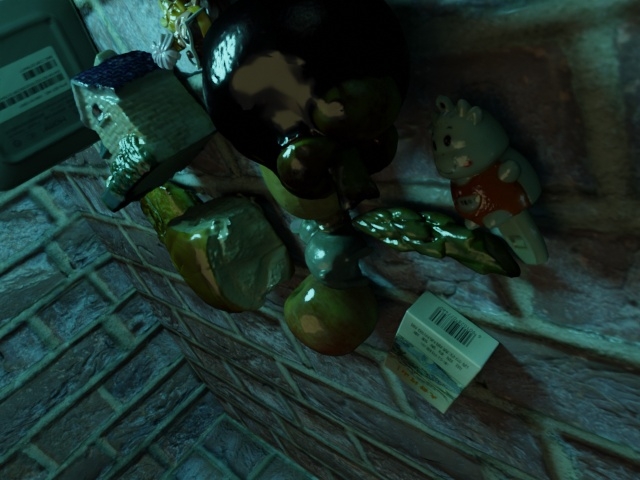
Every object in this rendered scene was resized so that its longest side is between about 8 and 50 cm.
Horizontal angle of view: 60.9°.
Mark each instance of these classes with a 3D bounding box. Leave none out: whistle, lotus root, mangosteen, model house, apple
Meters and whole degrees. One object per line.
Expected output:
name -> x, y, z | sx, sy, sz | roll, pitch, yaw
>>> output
whistle -> 0.212, -0.073, 0.687 | 0.253, 0.106, 0.102 | 54, -168, -13
lotus root -> -0.032, -0.134, 0.912 | 0.146, 0.131, 0.303 | 17, 140, 45
mangosteen -> -0.006, -0.179, 0.688 | 0.287, 0.233, 0.287 | 12, 121, 20
model house -> -0.416, -0.255, 1.196 | 0.298, 0.243, 0.284 | -27, 99, 50
apple -> 0.025, 0.147, 1.133 | 0.174, 0.188, 0.188 | 44, 152, -2

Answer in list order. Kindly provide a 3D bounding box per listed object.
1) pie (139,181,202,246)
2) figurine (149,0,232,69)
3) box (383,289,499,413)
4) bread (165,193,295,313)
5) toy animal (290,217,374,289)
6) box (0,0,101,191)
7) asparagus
pie -> -0.419, -0.057, 1.587 | 0.288, 0.103, 0.355 | 11, 131, 49
figurine -> -0.222, -0.370, 0.900 | 0.240, 0.116, 0.175 | 36, 148, 33
box -> 0.226, 0.227, 1.074 | 0.164, 0.069, 0.256 | 37, 150, 20
bread -> -0.232, 0.034, 1.309 | 0.279, 0.225, 0.250 | 10, 133, 55
toy animal -> 0.004, -0.005, 1.052 | 0.236, 0.138, 0.108 | 47, 136, 38
box -> -0.713, -0.364, 1.298 | 0.111, 0.396, 0.396 | 27, 147, 40
asparagus -> 0.170, -0.009, 0.849 | 0.287, 0.080, 0.080 | 13, 137, 35
